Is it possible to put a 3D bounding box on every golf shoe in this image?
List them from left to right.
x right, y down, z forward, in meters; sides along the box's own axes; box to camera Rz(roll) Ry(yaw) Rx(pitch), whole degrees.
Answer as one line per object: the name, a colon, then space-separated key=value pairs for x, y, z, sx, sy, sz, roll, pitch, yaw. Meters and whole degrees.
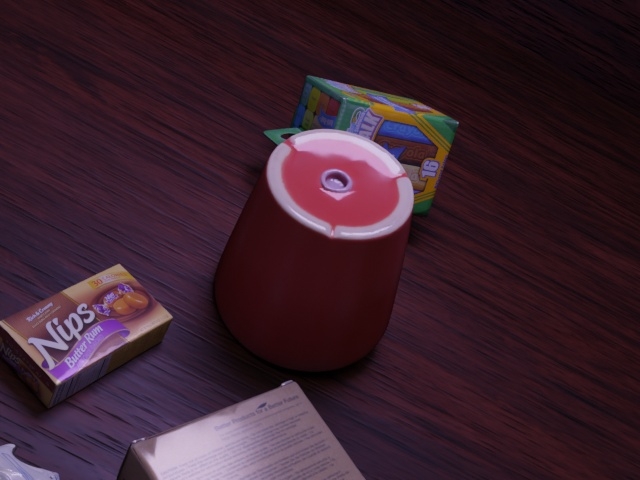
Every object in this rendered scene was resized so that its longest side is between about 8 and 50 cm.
golf shoe: x=-0.277 y=0.267 z=0.808 sx=0.176 sy=0.069 sz=0.086 roll=37 pitch=29 yaw=4

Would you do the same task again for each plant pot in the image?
plant pot: x=0.000 y=0.000 z=1.098 sx=0.274 sy=0.243 sz=0.275 roll=8 pitch=49 yaw=-9

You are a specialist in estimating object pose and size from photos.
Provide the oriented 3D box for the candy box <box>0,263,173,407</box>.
candy box: x=-0.287 y=0.111 z=0.983 sx=0.109 sy=0.053 sz=0.186 roll=42 pitch=38 yaw=15

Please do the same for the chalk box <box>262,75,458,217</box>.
chalk box: x=0.051 y=-0.167 z=1.372 sx=0.288 sy=0.179 sz=0.180 roll=8 pitch=20 yaw=-27

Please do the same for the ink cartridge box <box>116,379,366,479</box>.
ink cartridge box: x=-0.077 y=0.285 z=0.896 sx=0.234 sy=0.088 sz=0.193 roll=-13 pitch=54 yaw=-41
